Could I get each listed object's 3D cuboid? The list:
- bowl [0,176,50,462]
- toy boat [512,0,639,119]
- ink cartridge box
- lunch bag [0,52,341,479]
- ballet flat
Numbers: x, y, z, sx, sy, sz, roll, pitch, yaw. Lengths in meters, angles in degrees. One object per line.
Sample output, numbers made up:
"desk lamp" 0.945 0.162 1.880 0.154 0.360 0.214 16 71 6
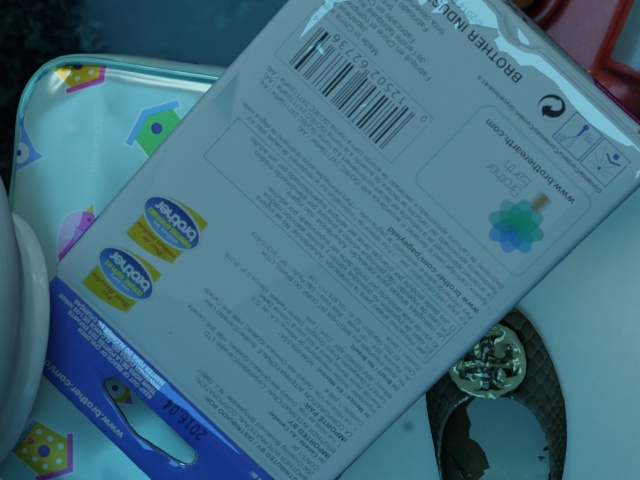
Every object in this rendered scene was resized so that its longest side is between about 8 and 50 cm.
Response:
"bowl" -0.229 0.044 0.780 0.134 0.298 0.298 10 97 -35
"toy boat" 0.095 -0.150 0.838 0.231 0.151 0.151 22 97 7
"ink cartridge box" 0.000 0.000 0.788 0.186 0.065 0.311 43 106 -1
"lunch bag" -0.073 0.036 0.899 0.224 0.108 0.279 7 97 3
"ballet flat" 0.103 0.160 0.903 0.084 0.058 0.250 0 94 9
